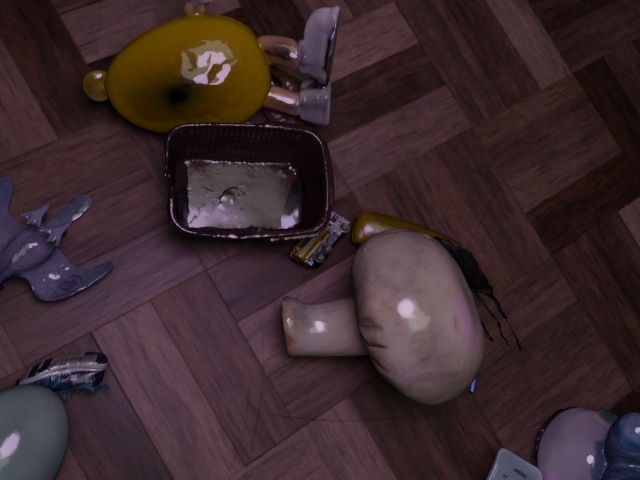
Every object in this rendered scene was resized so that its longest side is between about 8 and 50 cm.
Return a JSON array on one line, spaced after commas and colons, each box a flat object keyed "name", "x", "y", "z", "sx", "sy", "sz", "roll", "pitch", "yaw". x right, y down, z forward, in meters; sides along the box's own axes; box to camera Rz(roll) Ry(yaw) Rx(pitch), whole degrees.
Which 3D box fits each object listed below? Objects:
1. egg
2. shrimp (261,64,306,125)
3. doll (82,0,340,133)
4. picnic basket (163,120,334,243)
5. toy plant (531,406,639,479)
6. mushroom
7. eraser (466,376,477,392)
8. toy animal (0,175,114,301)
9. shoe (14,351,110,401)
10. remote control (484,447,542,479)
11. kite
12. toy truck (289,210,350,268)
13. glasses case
[{"name": "egg", "x": -0.465, "y": 0.317, "z": 0.894, "sx": 0.168, "sy": 0.168, "sz": 0.230, "roll": 34, "pitch": 67, "yaw": -7}, {"name": "shrimp", "x": -0.091, "y": -0.302, "z": 1.223, "sx": 0.101, "sy": 0.042, "sz": 0.190, "roll": -38, "pitch": 91, "yaw": -10}, {"name": "doll", "x": -0.160, "y": -0.314, "z": 1.095, "sx": 0.423, "sy": 0.161, "sz": 0.348, "roll": 24, "pitch": 110, "yaw": -18}, {"name": "picnic basket", "x": -0.133, "y": -0.093, "z": 1.116, "sx": 0.297, "sy": 0.129, "sz": 0.222, "roll": -1, "pitch": 79, "yaw": -16}, {"name": "toy plant", "x": 0.572, "y": 0.412, "z": 1.102, "sx": 0.247, "sy": 0.332, "sz": 0.247, "roll": 5, "pitch": 74, "yaw": -16}, {"name": "mushroom", "x": 0.133, "y": 0.113, "z": 1.064, "sx": 0.356, "sy": 0.315, "sz": 0.315, "roll": 27, "pitch": 71, "yaw": -10}, {"name": "eraser", "x": 0.277, "y": 0.251, "z": 1.211, "sx": 0.063, "sy": 0.027, "sz": 0.084, "roll": 17, "pitch": 72, "yaw": -13}, {"name": "toy animal", "x": -0.481, "y": 0.009, "z": 1.016, "sx": 0.239, "sy": 0.176, "sz": 0.255, "roll": 46, "pitch": 35, "yaw": -6}, {"name": "shoe", "x": -0.413, "y": 0.224, "z": 0.994, "sx": 0.143, "sy": 0.064, "sz": 0.071, "roll": -8, "pitch": 98, "yaw": -13}, {"name": "remote control", "x": 0.310, "y": 0.536, "z": 1.141, "sx": 0.103, "sy": 0.051, "sz": 0.293, "roll": 33, "pitch": 74, "yaw": -7}, {"name": "kite", "x": 0.295, "y": 0.100, "z": 1.166, "sx": 0.015, "sy": 0.152, "sz": 0.285, "roll": -40, "pitch": 113, "yaw": -13}, {"name": "toy truck", "x": 0.000, "y": 0.000, "z": 1.175, "sx": 0.063, "sy": 0.052, "sz": 0.123, "roll": 39, "pitch": 71, "yaw": 2}, {"name": "glasses case", "x": 0.175, "y": 0.003, "z": 1.221, "sx": 0.234, "sy": 0.064, "sz": 0.079, "roll": 18, "pitch": 80, "yaw": -14}]
